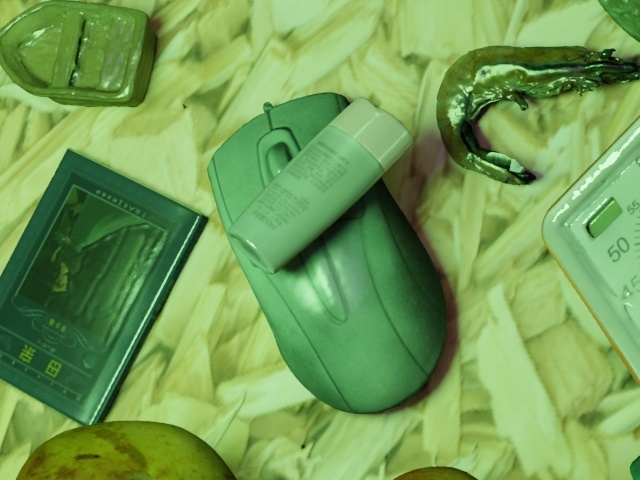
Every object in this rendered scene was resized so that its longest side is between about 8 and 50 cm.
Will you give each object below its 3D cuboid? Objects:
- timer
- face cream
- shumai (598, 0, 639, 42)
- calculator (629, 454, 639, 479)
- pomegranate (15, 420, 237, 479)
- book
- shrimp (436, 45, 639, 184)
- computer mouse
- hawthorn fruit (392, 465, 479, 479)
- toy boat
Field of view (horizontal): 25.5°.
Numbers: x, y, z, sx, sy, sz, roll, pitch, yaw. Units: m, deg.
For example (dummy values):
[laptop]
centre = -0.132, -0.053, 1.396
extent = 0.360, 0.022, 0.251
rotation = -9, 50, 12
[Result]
[timer]
centre = 0.363, -0.012, 1.324
extent = 0.257, 0.161, 0.250
rotation = -48, 62, 24
[face cream]
centre = -0.001, -0.055, 1.405
extent = 0.198, 0.057, 0.084
rotation = -43, 59, -12
[shumai]
centre = 0.434, -0.359, 1.418
extent = 0.309, 0.304, 0.263
rotation = 36, 56, 21
[calculator]
centre = 0.445, 0.213, 1.275
extent = 0.274, 0.058, 0.248
rotation = -42, 103, 13
[pomegranate]
centre = -0.187, 0.302, 1.400
extent = 0.264, 0.264, 0.264
rotation = -3, 77, 15
[book]
centre = -0.267, 0.052, 1.587
extent = 0.191, 0.025, 0.269
rotation = 26, 86, 19
[shrimp]
centre = 0.226, -0.136, 1.475
extent = 0.219, 0.046, 0.152
rotation = -5, 76, 19
[computer mouse]
centre = 0.000, 0.000, 1.478
extent = 0.188, 0.122, 0.371
rotation = -27, 69, 8
[hawthorn fruit]
centre = 0.101, 0.304, 1.352
extent = 0.189, 0.189, 0.189
rotation = -3, 77, 15
[toy boat]
centre = -0.283, -0.213, 1.631
extent = 0.188, 0.061, 0.116
rotation = 9, 82, 18
